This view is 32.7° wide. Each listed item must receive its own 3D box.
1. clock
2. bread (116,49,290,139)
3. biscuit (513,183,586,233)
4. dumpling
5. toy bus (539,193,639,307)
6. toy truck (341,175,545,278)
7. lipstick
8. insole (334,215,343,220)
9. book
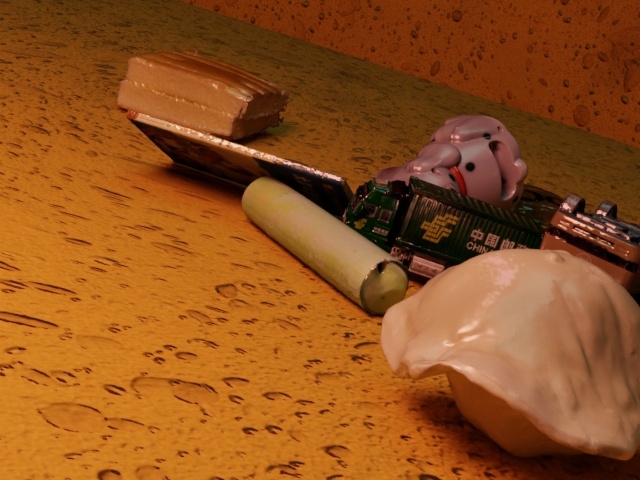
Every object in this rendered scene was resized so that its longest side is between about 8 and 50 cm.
[{"bbox_3d":[0.188,-0.083,1.717,0.188,0.189,0.254,27,35,32],"label":"clock"},{"bbox_3d":[-0.201,-0.265,1.988,0.246,0.111,0.239,21,18,15],"label":"bread"},{"bbox_3d":[0.399,-0.060,2.004,0.208,0.041,0.290,14,16,-1],"label":"biscuit"},{"bbox_3d":[0.225,0.116,1.029,0.318,0.187,0.243,16,13,-9],"label":"dumpling"},{"bbox_3d":[0.383,0.039,1.446,0.139,0.157,0.289,27,12,26],"label":"toy bus"},{"bbox_3d":[0.158,-0.005,1.451,0.259,0.121,0.088,19,16,-5],"label":"toy truck"},{"bbox_3d":[0.000,0.000,1.391,0.076,0.076,0.304,3,22,-36],"label":"lipstick"},{"bbox_3d":[0.078,-0.009,1.612,0.065,0.004,0.197,4,21,-33],"label":"insole"},{"bbox_3d":[-0.100,-0.102,1.558,0.322,0.018,0.228,19,-7,13],"label":"book"}]
